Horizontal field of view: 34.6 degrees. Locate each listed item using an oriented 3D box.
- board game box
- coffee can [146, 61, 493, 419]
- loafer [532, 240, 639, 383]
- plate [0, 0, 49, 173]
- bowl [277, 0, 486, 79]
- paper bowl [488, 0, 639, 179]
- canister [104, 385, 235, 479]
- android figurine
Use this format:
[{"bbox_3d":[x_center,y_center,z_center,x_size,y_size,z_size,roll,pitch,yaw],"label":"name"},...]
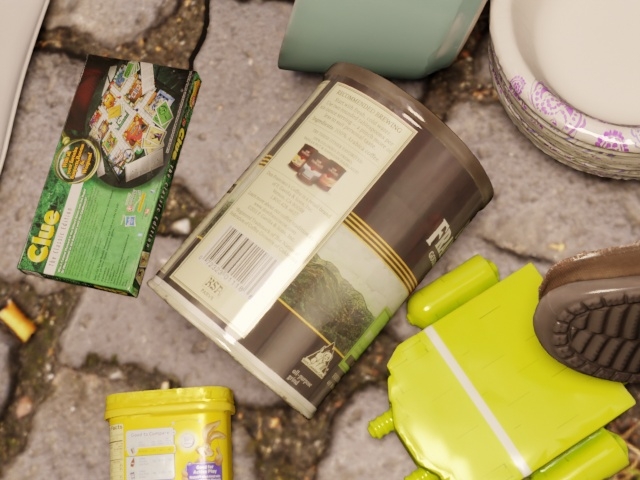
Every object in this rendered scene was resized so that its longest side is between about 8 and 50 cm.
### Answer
[{"bbox_3d":[-0.229,-0.075,1.126,0.136,0.030,0.259,12,75,10],"label":"board game box"},{"bbox_3d":[0.000,0.000,0.974,0.201,0.201,0.275,38,82,18],"label":"coffee can"},{"bbox_3d":[0.354,0.033,0.938,0.366,0.133,0.130,-5,45,-14],"label":"loafer"},{"bbox_3d":[-0.458,-0.198,1.191,0.277,0.045,0.278,7,74,12],"label":"plate"},{"bbox_3d":[0.090,-0.284,1.021,0.163,0.311,0.311,23,77,-3],"label":"bowl"},{"bbox_3d":[0.309,-0.195,1.015,0.284,0.148,0.284,-2,72,8],"label":"paper bowl"},{"bbox_3d":[-0.144,0.233,0.992,0.126,0.073,0.170,-5,74,5],"label":"canister"},{"bbox_3d":[0.177,0.137,0.979,0.273,0.056,0.248,-34,72,-6],"label":"android figurine"}]
